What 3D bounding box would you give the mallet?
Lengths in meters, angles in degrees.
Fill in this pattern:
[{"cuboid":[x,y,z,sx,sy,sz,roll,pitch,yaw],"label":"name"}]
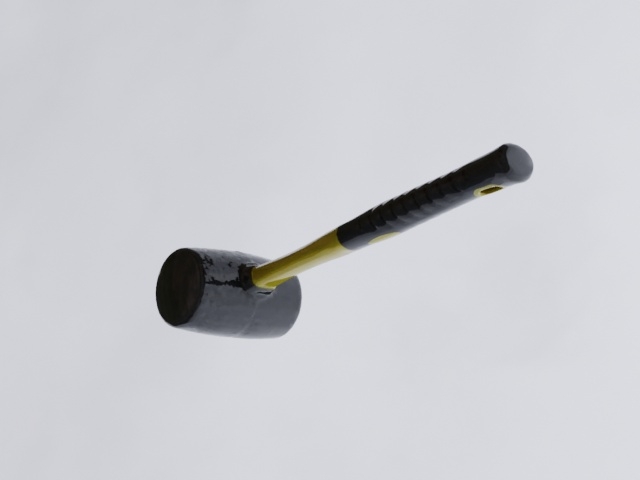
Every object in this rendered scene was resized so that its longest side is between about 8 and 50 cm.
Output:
[{"cuboid":[0.000,0.000,0.475,0.190,0.062,0.039,-30,-120,50],"label":"mallet"}]
